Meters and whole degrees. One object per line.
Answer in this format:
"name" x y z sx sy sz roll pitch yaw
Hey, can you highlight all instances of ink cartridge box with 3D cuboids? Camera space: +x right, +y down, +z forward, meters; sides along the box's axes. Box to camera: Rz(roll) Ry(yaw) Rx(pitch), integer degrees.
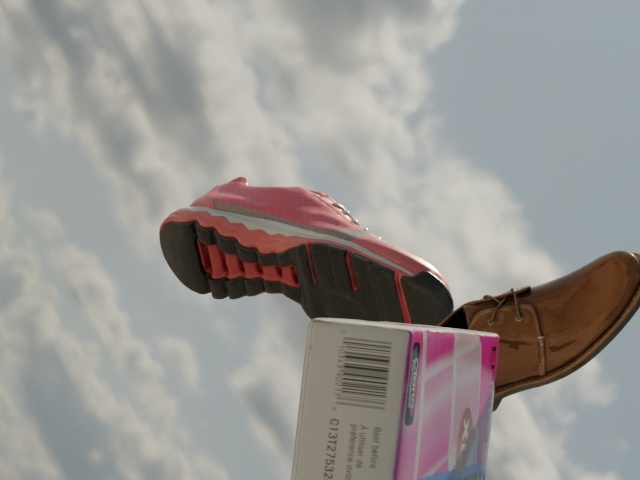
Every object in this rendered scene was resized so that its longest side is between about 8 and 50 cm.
"ink cartridge box" 0.058 0.141 1.136 0.371 0.069 0.175 14 82 -76

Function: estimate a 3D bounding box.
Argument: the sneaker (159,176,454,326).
"sneaker" 0.000 -0.001 1.761 0.314 0.136 0.116 16 -45 26

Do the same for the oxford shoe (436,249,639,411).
"oxford shoe" 0.149 0.064 1.354 0.076 0.212 0.076 51 12 -32
